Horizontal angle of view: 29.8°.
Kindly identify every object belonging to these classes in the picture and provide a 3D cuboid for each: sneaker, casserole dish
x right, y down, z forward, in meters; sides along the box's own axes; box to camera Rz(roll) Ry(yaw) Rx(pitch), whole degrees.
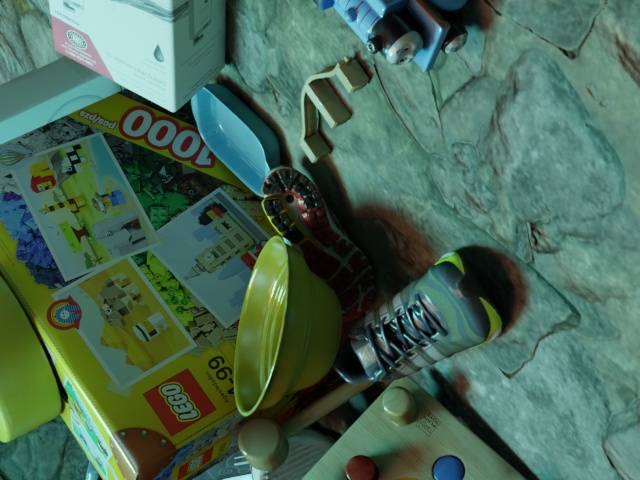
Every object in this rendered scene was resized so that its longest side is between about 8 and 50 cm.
[{"bbox_3d":[-0.021,0.323,1.706,0.127,0.126,0.321,43,179,41],"label":"sneaker"},{"bbox_3d":[-0.108,-0.139,1.602,0.188,0.037,0.114,43,150,33],"label":"casserole dish"},{"bbox_3d":[0.000,0.000,1.513,0.093,0.088,0.225,-108,-8,-74],"label":"sneaker"},{"bbox_3d":[0.104,0.106,1.353,0.111,0.121,0.300,56,155,9],"label":"sneaker"}]

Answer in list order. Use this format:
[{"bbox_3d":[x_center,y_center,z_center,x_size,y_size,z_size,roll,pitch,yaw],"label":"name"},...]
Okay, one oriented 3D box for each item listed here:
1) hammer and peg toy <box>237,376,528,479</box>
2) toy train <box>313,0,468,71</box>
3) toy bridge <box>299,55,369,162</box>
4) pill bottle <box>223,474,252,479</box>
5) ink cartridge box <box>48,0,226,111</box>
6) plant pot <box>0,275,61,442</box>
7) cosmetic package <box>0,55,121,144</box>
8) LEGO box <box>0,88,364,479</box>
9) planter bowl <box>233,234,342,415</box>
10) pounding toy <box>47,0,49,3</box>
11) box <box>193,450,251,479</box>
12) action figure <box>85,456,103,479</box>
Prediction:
[{"bbox_3d":[0.071,0.289,1.439,0.361,0.266,0.127,41,172,25],"label":"hammer and peg toy"},{"bbox_3d":[0.054,-0.233,1.107,0.184,0.105,0.080,53,154,18],"label":"toy train"},{"bbox_3d":[0.007,-0.159,1.373,0.063,0.026,0.188,56,155,13],"label":"toy bridge"},{"bbox_3d":[-0.063,0.426,1.902,0.161,0.161,0.283,139,119,-65],"label":"pill bottle"},{"bbox_3d":[-0.229,-0.327,1.470,0.207,0.117,0.283,29,145,17],"label":"ink cartridge box"},{"bbox_3d":[-0.502,0.175,1.557,0.254,0.239,0.254,43,150,33],"label":"plant pot"},{"bbox_3d":[-0.452,-0.101,2.005,0.097,0.284,0.377,42,150,36],"label":"cosmetic package"},{"bbox_3d":[-0.233,0.060,1.651,0.500,0.372,0.193,51,153,19],"label":"LEGO box"},{"bbox_3d":[-0.031,0.107,1.428,0.217,0.090,0.217,-169,90,-74],"label":"planter bowl"},{"bbox_3d":[-0.411,-0.434,1.798,0.181,0.094,0.206,56,154,11],"label":"pounding toy"},{"bbox_3d":[-0.149,0.204,1.811,0.165,0.143,0.270,97,161,-54],"label":"box"},{"bbox_3d":[-0.253,0.274,1.936,0.178,0.341,0.330,5,163,14],"label":"action figure"}]
